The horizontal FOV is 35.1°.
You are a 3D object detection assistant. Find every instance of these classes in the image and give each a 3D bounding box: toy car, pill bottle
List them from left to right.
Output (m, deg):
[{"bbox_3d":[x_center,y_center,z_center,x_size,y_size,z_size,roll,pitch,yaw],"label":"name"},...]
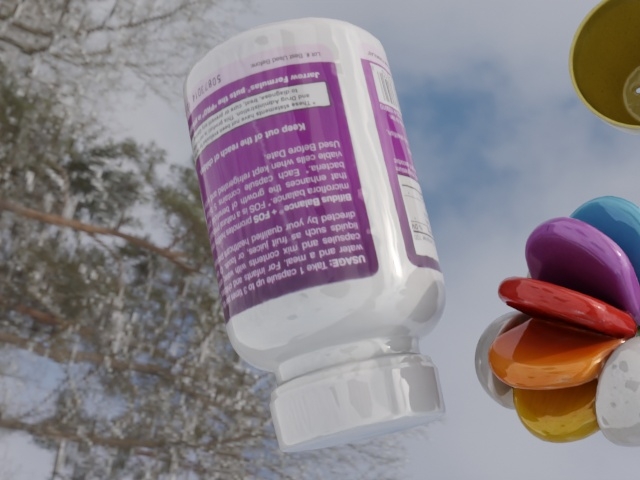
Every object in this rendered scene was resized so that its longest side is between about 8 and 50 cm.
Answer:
[{"bbox_3d":[0.000,0.000,0.773,0.169,0.169,0.301,-25,-111,39],"label":"pill bottle"},{"bbox_3d":[0.186,0.046,0.712,0.159,0.136,0.182,9,-126,52],"label":"toy car"}]

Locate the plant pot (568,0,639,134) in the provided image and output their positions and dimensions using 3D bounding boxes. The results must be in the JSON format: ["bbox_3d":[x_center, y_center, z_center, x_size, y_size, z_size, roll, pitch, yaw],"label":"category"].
[{"bbox_3d":[0.294,-0.146,0.894,0.134,0.095,0.134,-6,-106,22],"label":"plant pot"}]
